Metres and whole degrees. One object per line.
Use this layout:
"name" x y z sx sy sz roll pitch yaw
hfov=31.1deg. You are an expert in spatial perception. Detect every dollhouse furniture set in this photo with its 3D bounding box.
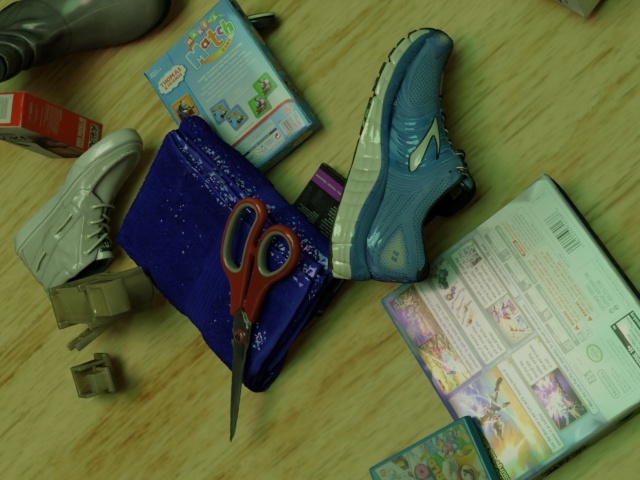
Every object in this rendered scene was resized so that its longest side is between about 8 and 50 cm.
"dollhouse furniture set" -0.254 0.122 1.494 0.182 0.101 0.161 -6 100 55

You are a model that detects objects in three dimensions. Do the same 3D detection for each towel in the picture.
"towel" -0.127 0.015 1.451 0.308 0.076 0.228 45 116 25

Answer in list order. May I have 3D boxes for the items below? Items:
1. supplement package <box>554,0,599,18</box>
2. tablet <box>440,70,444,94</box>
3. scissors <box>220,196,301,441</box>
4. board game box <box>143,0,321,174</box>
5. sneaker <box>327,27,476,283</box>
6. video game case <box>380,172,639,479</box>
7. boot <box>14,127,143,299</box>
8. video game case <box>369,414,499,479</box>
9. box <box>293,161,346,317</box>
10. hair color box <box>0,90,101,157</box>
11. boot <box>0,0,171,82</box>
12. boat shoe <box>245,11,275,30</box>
"supplement package" 0.238 -0.427 1.298 0.262 0.198 0.199 38 89 28
"tablet" 0.123 -0.173 1.429 0.054 0.006 0.083 6 82 29
"scissors" -0.099 0.094 1.390 0.109 0.021 0.297 29 113 26
"board game box" -0.119 -0.187 1.512 0.160 0.039 0.211 -39 77 21
"sneaker" 0.113 -0.094 1.351 0.147 0.130 0.330 15 72 2
"video game case" 0.235 0.106 1.282 0.244 0.061 0.269 -38 65 16
"boot" -0.310 -0.027 1.589 0.258 0.095 0.123 -46 69 22
"video game case" 0.132 0.281 1.289 0.166 0.015 0.119 -38 67 41
"box" 0.000 0.000 1.446 0.116 0.029 0.162 40 98 28
"hair color box" -0.394 -0.159 1.605 0.093 0.167 0.053 1 81 28
"boot" -0.380 -0.277 1.585 0.338 0.223 0.118 -15 111 32
"boat shoe" -0.118 -0.278 1.558 0.133 0.049 0.042 -15 96 19
